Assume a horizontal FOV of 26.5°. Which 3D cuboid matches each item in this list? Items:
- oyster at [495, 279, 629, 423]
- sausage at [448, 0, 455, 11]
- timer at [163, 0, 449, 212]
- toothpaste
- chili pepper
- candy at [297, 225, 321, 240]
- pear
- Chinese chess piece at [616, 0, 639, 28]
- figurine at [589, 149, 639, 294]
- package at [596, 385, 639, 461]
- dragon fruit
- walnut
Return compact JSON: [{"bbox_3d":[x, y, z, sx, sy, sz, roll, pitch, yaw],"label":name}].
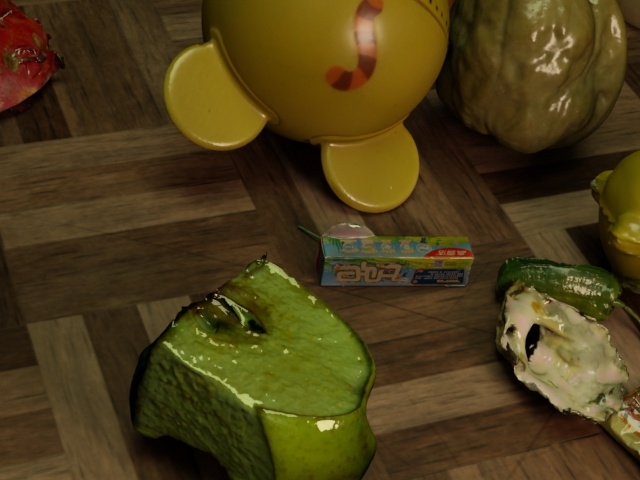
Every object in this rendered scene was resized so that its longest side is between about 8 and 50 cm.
[{"bbox_3d":[0.276,0.141,1.624,0.209,0.072,0.133,36,61,23],"label":"oyster"},{"bbox_3d":[0.158,-0.369,2.095,0.141,0.153,0.268,1,24,46],"label":"sausage"},{"bbox_3d":[-0.008,-0.257,1.835,0.376,0.376,0.386,14,77,5],"label":"timer"},{"bbox_3d":[0.096,0.018,1.723,0.193,0.070,0.044,0,41,-10],"label":"toothpaste"},{"bbox_3d":[0.326,0.062,1.723,0.204,0.073,0.072,15,28,5],"label":"chili pepper"},{"bbox_3d":[0.000,0.000,1.769,0.083,0.025,0.023,27,16,31],"label":"candy"},{"bbox_3d":[-0.043,0.166,1.480,0.255,0.164,0.238,30,36,15],"label":"pear"},{"bbox_3d":[0.603,-0.444,2.300,0.273,0.102,0.273,4,42,-3],"label":"Chinese chess piece"},{"bbox_3d":[0.518,-0.025,1.731,0.340,0.231,0.323,5,27,-5],"label":"figurine"},{"bbox_3d":[0.390,0.219,1.583,0.108,0.031,0.120,-22,51,-28],"label":"package"},{"bbox_3d":[-0.468,-0.260,1.889,0.274,0.126,0.161,-26,52,-32],"label":"dragon fruit"},{"bbox_3d":[0.295,-0.265,1.909,0.282,0.276,0.253,-11,27,-36],"label":"walnut"}]
